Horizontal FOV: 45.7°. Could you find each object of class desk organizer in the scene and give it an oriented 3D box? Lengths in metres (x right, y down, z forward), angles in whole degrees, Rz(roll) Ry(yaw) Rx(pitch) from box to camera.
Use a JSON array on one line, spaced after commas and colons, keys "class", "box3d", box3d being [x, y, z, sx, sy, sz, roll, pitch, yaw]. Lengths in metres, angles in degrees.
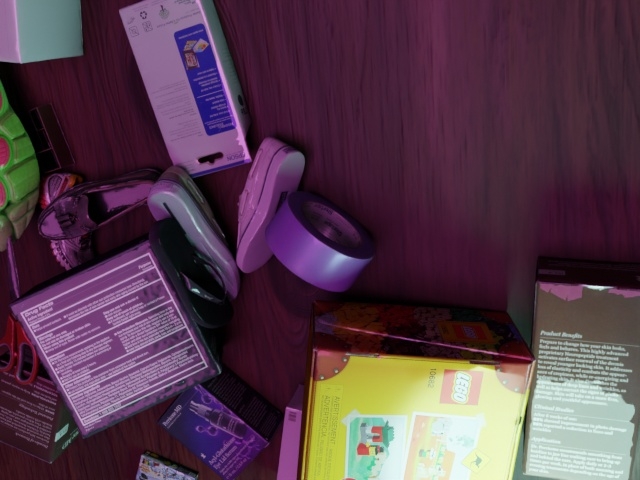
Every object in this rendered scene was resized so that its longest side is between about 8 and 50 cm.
[{"class": "desk organizer", "box3d": [-0.547, -0.205, 1.524, 0.047, 0.050, 0.130, -14, 104, 19]}]

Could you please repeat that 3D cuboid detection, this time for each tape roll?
[{"class": "tape roll", "box3d": [0.000, 0.000, 1.365, 0.189, 0.189, 0.080, 37, 114, 1]}]

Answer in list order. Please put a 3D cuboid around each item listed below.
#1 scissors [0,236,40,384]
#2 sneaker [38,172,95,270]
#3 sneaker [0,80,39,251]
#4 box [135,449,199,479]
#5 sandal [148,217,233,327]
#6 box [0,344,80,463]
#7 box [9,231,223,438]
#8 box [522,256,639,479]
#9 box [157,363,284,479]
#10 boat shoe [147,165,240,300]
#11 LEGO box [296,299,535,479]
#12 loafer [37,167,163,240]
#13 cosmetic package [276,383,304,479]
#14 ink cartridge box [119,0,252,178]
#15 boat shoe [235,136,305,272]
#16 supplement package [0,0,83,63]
[{"class": "scissors", "box3d": [-0.592, 0.144, 1.504, 0.109, 0.021, 0.297, 17, 105, 12]}, {"class": "sneaker", "box3d": [-0.502, -0.030, 1.550, 0.093, 0.088, 0.225, -10, 105, 17]}, {"class": "sneaker", "box3d": [-0.691, -0.207, 1.501, 0.202, 0.185, 0.482, -11, 92, 54]}, {"class": "box", "box3d": [-0.352, 0.546, 1.732, 0.137, 0.027, 0.094, 21, 111, 8]}, {"class": "sandal", "box3d": [-0.228, 0.069, 1.397, 0.055, 0.097, 0.254, -11, 128, 26]}, {"class": "box", "box3d": [-0.596, 0.332, 1.651, 0.167, 0.168, 0.203, 20, 112, 8]}, {"class": "box", "box3d": [-0.385, 0.171, 1.489, 0.296, 0.183, 0.294, -25, 102, -2]}, {"class": "box", "box3d": [0.464, 0.231, 1.342, 0.191, 0.143, 0.381, 5, 111, 15]}, {"class": "box", "box3d": [-0.208, 0.375, 1.591, 0.207, 0.108, 0.153, 39, 114, 0]}, {"class": "boat shoe", "box3d": [-0.226, -0.009, 1.459, 0.109, 0.094, 0.302, -5, 130, 21]}, {"class": "LEGO box", "box3d": [0.149, 0.382, 1.400, 0.373, 0.193, 0.500, 4, 110, -3]}, {"class": "loafer", "box3d": [-0.430, -0.071, 1.472, 0.268, 0.084, 0.096, -23, 104, -1]}, {"class": "cosmetic package", "box3d": [-0.044, 0.428, 1.570, 0.061, 0.099, 0.239, 11, 111, 9]}, {"class": "ink cartridge box", "box3d": [-0.237, -0.288, 1.403, 0.165, 0.065, 0.332, -12, 103, 19]}, {"class": "boat shoe", "box3d": [-0.114, -0.067, 1.431, 0.088, 0.096, 0.267, 38, 124, 32]}, {"class": "supplement package", "box3d": [-0.544, -0.460, 1.355, 0.145, 0.204, 0.261, 7, 109, 13]}]
